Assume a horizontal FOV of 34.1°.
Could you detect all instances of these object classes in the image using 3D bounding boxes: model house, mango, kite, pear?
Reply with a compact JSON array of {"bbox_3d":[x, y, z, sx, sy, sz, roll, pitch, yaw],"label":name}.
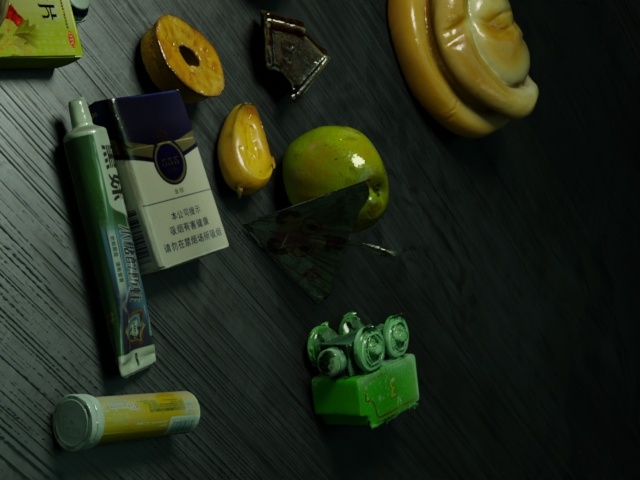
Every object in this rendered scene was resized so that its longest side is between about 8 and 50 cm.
[{"bbox_3d":[-0.064,-0.351,1.891,0.152,0.106,0.165,47,7,-20],"label":"model house"},{"bbox_3d":[-0.128,-0.151,1.742,0.101,0.066,0.187,22,55,-41],"label":"mango"},{"bbox_3d":[0.000,0.000,1.760,0.268,0.323,0.013,11,46,-7],"label":"kite"},{"bbox_3d":[0.033,-0.103,1.808,0.187,0.220,0.187,-13,117,-26],"label":"pear"}]

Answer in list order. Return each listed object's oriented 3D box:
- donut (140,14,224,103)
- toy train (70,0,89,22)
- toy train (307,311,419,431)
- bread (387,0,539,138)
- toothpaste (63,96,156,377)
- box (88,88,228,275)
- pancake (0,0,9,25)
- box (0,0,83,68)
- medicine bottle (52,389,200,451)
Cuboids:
[{"bbox_3d":[-0.220,-0.279,1.644,0.152,0.058,0.152,40,35,-37],"label":"donut"},{"bbox_3d":[-0.378,-0.413,1.491,0.043,0.047,0.207,-30,102,-54],"label":"toy train"},{"bbox_3d":[0.078,0.228,1.848,0.243,0.132,0.188,-12,96,-56],"label":"toy train"},{"bbox_3d":[0.338,-0.450,2.353,0.329,0.245,0.424,-39,107,-54],"label":"bread"},{"bbox_3d":[-0.294,-0.007,1.451,0.099,0.061,0.392,-19,96,-69],"label":"toothpaste"},{"bbox_3d":[-0.241,-0.089,1.548,0.168,0.071,0.259,-23,97,-55],"label":"box"},{"bbox_3d":[-0.496,-0.300,1.243,0.242,0.050,0.242,1,88,-31],"label":"pancake"},{"bbox_3d":[-0.428,-0.359,1.385,0.175,0.062,0.260,-16,91,-56],"label":"box"},{"bbox_3d":[-0.256,0.240,1.412,0.218,0.074,0.074,8,72,-56],"label":"medicine bottle"}]
